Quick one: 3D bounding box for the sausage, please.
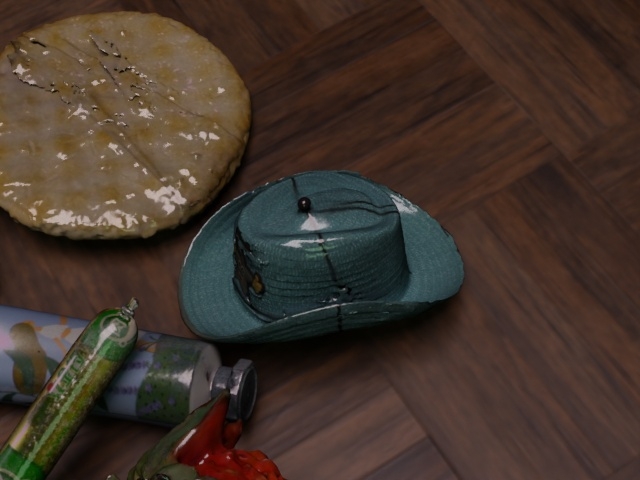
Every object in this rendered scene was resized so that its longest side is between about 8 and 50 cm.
[{"bbox_3d":[-0.182,0.146,0.602,0.032,0.033,0.269,31,82,20],"label":"sausage"}]

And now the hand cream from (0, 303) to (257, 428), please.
[{"bbox_3d":[-0.167,0.082,0.667,0.255,0.055,0.088,6,51,15],"label":"hand cream"}]

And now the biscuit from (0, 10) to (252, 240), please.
[{"bbox_3d":[-0.156,-0.089,0.761,0.219,0.033,0.220,2,56,-3],"label":"biscuit"}]

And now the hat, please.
[{"bbox_3d":[0.000,0.000,0.663,0.190,0.078,0.138,-15,44,-13],"label":"hat"}]

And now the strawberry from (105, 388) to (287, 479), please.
[{"bbox_3d":[-0.037,0.207,0.528,0.098,0.174,0.228,-7,58,-47],"label":"strawberry"}]
